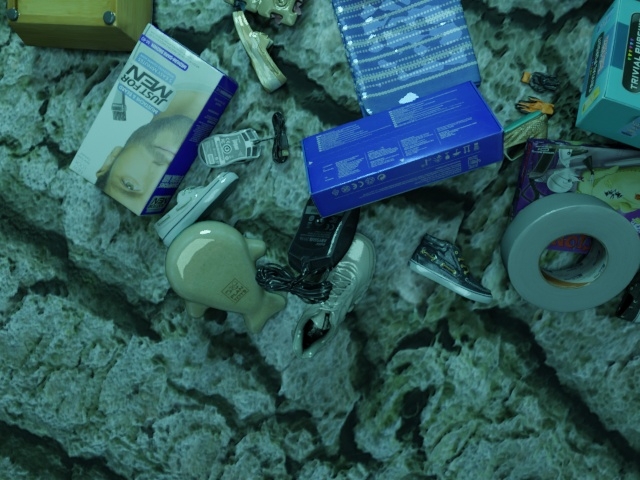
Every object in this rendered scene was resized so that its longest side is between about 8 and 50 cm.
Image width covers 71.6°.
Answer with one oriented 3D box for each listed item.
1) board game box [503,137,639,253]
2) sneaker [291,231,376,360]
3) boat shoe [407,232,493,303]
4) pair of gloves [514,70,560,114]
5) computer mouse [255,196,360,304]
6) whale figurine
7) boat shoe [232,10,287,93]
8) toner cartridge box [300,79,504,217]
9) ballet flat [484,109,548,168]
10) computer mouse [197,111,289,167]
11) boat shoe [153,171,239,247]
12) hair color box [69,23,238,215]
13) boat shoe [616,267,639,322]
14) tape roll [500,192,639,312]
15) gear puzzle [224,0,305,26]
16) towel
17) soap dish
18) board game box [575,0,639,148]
[{"bbox_3d":[0.547,-0.072,0.832,0.347,0.056,0.208,6,118,7],"label":"board game box"},{"bbox_3d":[0.027,0.120,0.914,0.110,0.118,0.292,27,98,6],"label":"sneaker"},{"bbox_3d":[0.275,0.056,0.898,0.183,0.065,0.083,26,100,5],"label":"boat shoe"},{"bbox_3d":[0.424,-0.287,0.869,0.074,0.010,0.083,12,95,8],"label":"pair of gloves"},{"bbox_3d":[0.000,0.000,0.890,0.189,0.072,0.272,11,66,39],"label":"computer mouse"},{"bbox_3d":[-0.200,0.076,0.947,0.216,0.141,0.272,-47,113,-3],"label":"whale figurine"},{"bbox_3d":[-0.121,-0.390,0.907,0.059,0.063,0.170,-24,102,7],"label":"boat shoe"},{"bbox_3d":[0.144,-0.173,0.842,0.348,0.075,0.165,-17,49,9],"label":"toner cartridge box"},{"bbox_3d":[0.345,-0.178,0.864,0.206,0.073,0.067,-24,104,12],"label":"ballet flat"},{"bbox_3d":[-0.163,-0.203,0.942,0.193,0.042,0.105,-10,99,3],"label":"computer mouse"},{"bbox_3d":[-0.274,-0.078,0.947,0.226,0.083,0.076,-43,91,11],"label":"boat shoe"},{"bbox_3d":[-0.346,-0.240,0.929,0.185,0.110,0.338,34,101,2],"label":"hair color box"},{"bbox_3d":[0.611,0.097,0.853,0.040,0.049,0.142,6,117,15],"label":"boat shoe"},{"bbox_3d":[0.456,0.024,0.824,0.219,0.072,0.219,4,115,9],"label":"tape roll"},{"bbox_3d":[-0.071,-0.610,0.886,0.176,0.044,0.338,21,97,3],"label":"gear puzzle"},{"bbox_3d":[0.158,-0.426,0.875,0.243,0.040,0.335,-16,94,8],"label":"towel"},{"bbox_3d":[-0.495,-0.519,0.911,0.291,0.118,0.228,6,97,8],"label":"soap dish"},{"bbox_3d":[0.634,-0.253,0.753,0.336,0.079,0.253,21,67,5],"label":"board game box"}]
